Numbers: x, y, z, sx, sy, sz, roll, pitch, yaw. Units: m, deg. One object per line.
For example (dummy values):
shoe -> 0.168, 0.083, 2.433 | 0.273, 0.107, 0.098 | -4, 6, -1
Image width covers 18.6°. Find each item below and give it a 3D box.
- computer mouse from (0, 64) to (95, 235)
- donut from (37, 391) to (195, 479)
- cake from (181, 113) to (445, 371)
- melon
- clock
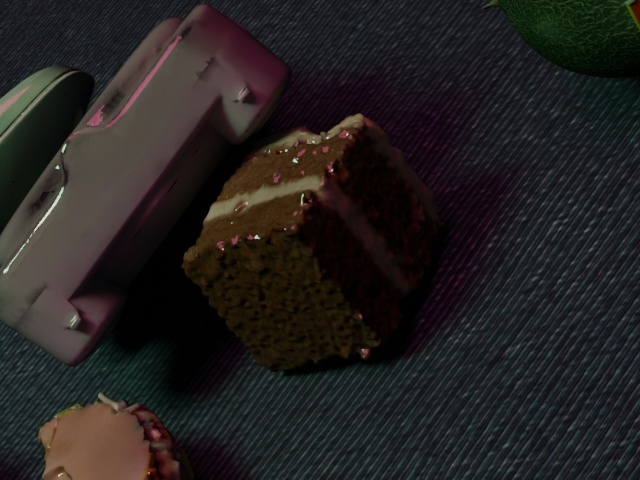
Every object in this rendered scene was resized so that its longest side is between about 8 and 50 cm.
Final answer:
computer mouse -> -0.316, -0.048, 1.866 | 0.288, 0.097, 0.159 | -39, -6, 2
donut -> -0.173, 0.223, 1.395 | 0.199, 0.085, 0.233 | 9, 58, 54
cake -> 0.000, 0.000, 1.437 | 0.135, 0.134, 0.147 | -14, 30, 43
melon -> 0.237, -0.207, 1.366 | 0.288, 0.182, 0.182 | -15, 40, 36
clock -> -0.152, -0.056, 1.591 | 0.295, 0.113, 0.322 | -54, 7, 2
